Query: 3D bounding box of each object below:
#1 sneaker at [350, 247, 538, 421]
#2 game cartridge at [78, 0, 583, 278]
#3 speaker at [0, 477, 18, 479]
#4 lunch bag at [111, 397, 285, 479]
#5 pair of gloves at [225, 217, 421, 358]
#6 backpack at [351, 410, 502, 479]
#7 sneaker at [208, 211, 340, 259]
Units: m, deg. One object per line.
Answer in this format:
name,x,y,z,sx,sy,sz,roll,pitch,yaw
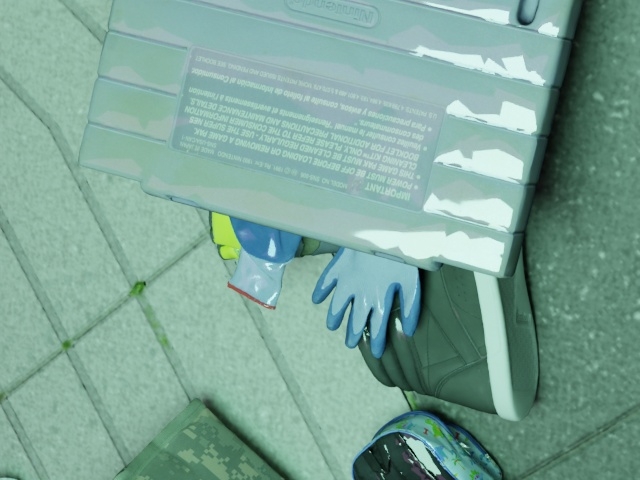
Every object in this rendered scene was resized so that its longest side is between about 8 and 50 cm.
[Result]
sneaker,0.086,0.008,1.618,0.146,0.104,0.296,2,114,24
game cartridge,0.002,-0.117,1.525,0.355,0.068,0.230,16,101,15
speaker,-0.309,0.302,1.951,0.055,0.055,0.136,-40,46,35
lunch bag,-0.127,0.327,1.832,0.235,0.169,0.287,41,131,3
pair of gloves,0.000,0.000,1.603,0.198,0.023,0.159,26,119,20
backpack,0.089,0.203,1.705,0.114,0.084,0.105,49,124,-1
sneaker,-0.020,-0.120,1.648,0.121,0.111,0.300,8,117,14
